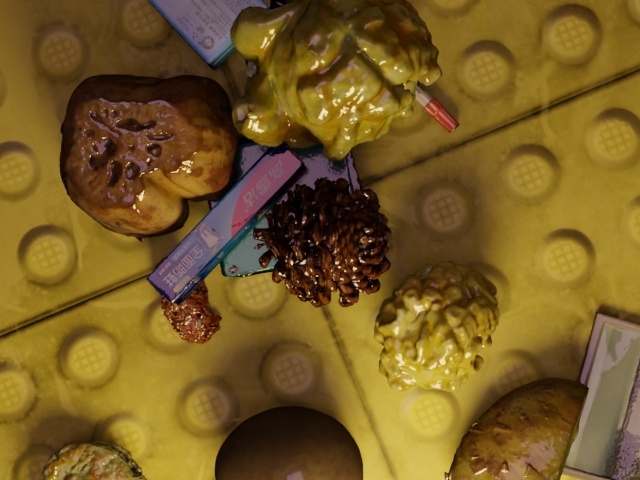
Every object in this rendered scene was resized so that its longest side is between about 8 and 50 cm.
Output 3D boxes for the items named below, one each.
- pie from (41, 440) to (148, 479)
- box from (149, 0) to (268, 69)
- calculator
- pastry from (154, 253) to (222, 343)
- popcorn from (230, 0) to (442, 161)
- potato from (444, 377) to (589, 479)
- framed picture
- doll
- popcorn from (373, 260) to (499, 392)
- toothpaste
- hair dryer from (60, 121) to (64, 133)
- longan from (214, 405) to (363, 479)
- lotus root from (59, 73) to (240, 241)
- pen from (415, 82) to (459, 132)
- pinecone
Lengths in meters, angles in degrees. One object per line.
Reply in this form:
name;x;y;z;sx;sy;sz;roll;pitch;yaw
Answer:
pie;-0.379;0.468;1.846;0.201;0.090;0.247;2;89;8
box;-0.214;-0.428;1.849;0.142;0.083;0.232;-43;90;0
calculator;-0.061;-0.070;1.856;0.274;0.058;0.248;-15;89;2
pastry;-0.236;0.103;1.858;0.087;0.063;0.169;-26;88;-1
popcorn;0.036;-0.275;1.705;0.279;0.335;0.274;-7;109;36
potato;0.341;0.349;1.799;0.176;0.141;0.298;44;93;15
framed picture;0.542;0.291;1.858;0.213;0.016;0.289;16;90;2
doll;-0.092;-0.328;1.823;0.070;0.096;0.195;26;122;9
popcorn;0.200;0.150;1.788;0.181;0.217;0.235;28;98;28
toothpaste;-0.154;-0.029;1.789;0.066;0.076;0.320;42;89;5
hair dryer;-0.421;-0.219;1.884;0.047;0.026;0.083;21;87;1
longan;-0.054;0.391;1.776;0.248;0.248;0.248;0;90;2
lotus root;-0.286;-0.136;1.756;0.316;0.250;0.316;1;93;9
pen;0.149;-0.277;1.865;0.239;0.028;0.028;44;91;2
pinecone;0.000;0.000;1.729;0.222;0.221;0.221;0;90;2
